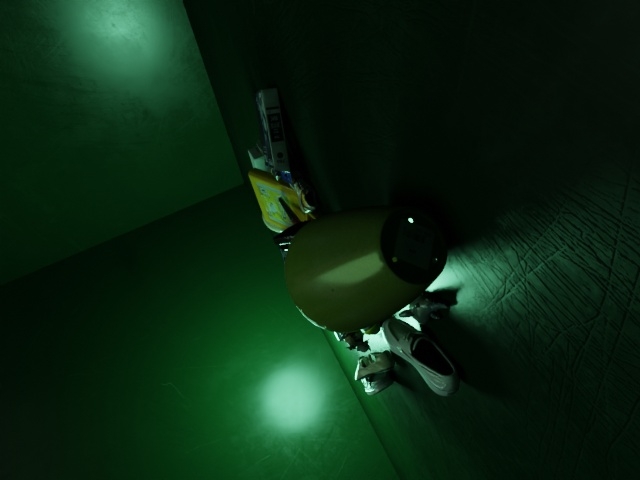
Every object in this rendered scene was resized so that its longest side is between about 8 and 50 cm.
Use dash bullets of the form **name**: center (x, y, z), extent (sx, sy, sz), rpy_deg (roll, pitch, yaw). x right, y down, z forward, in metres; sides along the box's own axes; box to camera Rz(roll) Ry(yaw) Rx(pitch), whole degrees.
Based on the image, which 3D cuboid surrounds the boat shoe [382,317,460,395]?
- **boat shoe**: center (0.246, 0.263, 1.040), extent (0.258, 0.095, 0.084), rpy_deg (38, 149, 45)

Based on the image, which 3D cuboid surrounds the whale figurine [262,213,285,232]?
- **whale figurine**: center (-0.186, -0.176, 2.028), extent (0.217, 0.141, 0.271), rpy_deg (14, 119, 25)

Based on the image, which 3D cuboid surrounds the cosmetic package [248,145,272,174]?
- **cosmetic package**: center (-0.252, -0.343, 1.969), extent (0.085, 0.118, 0.231), rpy_deg (58, 168, 34)

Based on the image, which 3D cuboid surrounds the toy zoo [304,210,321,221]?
- **toy zoo**: center (0.000, 0.000, 1.583), extent (0.293, 0.030, 0.192), rpy_deg (45, 144, 50)

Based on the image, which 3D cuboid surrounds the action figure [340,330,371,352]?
- **action figure**: center (0.103, 0.330, 1.649), extent (0.285, 0.099, 0.185), rpy_deg (48, -173, 27)

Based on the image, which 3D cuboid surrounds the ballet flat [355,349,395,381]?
- **ballet flat**: center (0.196, 0.473, 1.597), extent (0.248, 0.086, 0.086), rpy_deg (-44, 68, 50)

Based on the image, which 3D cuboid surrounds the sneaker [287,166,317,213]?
- **sneaker**: center (-0.059, -0.193, 1.540), extent (0.185, 0.070, 0.084), rpy_deg (64, 154, -1)

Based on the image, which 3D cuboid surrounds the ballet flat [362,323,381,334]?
- **ballet flat**: center (0.177, 0.301, 1.512), extent (0.077, 0.077, 0.231), rpy_deg (45, 175, -8)

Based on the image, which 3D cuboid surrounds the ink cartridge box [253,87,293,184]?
- **ink cartridge box**: center (-0.170, -0.363, 1.495), extent (0.165, 0.065, 0.332), rpy_deg (-144, 42, -67)

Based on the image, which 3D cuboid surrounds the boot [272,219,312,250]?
- **boot**: center (-0.007, 0.073, 1.427), extent (0.348, 0.131, 0.260), rpy_deg (1, 118, 50)

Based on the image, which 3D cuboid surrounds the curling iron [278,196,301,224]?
- **curling iron**: center (-0.106, -0.065, 1.662), extent (0.273, 0.068, 0.035), rpy_deg (61, -169, 22)

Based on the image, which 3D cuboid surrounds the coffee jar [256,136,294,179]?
- **coffee jar**: center (-0.176, -0.336, 1.672), extent (0.184, 0.096, 0.079), rpy_deg (61, 172, 15)

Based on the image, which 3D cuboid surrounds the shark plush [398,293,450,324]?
- **shark plush**: center (0.245, 0.148, 0.929), extent (0.067, 0.073, 0.161), rpy_deg (45, 146, 3)

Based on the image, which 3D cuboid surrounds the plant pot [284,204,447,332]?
- **plant pot**: center (0.102, 0.039, 0.832), extent (0.274, 0.275, 0.293), rpy_deg (64, 154, 3)

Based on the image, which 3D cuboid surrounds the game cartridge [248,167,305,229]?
- **game cartridge**: center (-0.155, -0.148, 1.798), extent (0.324, 0.053, 0.285), rpy_deg (26, 146, 37)

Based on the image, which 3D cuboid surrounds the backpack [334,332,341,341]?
- **backpack**: center (0.113, 0.456, 2.098), extent (0.104, 0.084, 0.114), rpy_deg (63, 170, 11)

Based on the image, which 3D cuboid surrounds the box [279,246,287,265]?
- **box**: center (-0.112, 0.133, 1.932), extent (0.293, 0.074, 0.295), rpy_deg (161, 94, -79)

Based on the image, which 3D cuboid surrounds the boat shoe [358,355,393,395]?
- **boat shoe**: center (0.218, 0.558, 1.753), extent (0.103, 0.118, 0.320), rpy_deg (60, 176, 3)
